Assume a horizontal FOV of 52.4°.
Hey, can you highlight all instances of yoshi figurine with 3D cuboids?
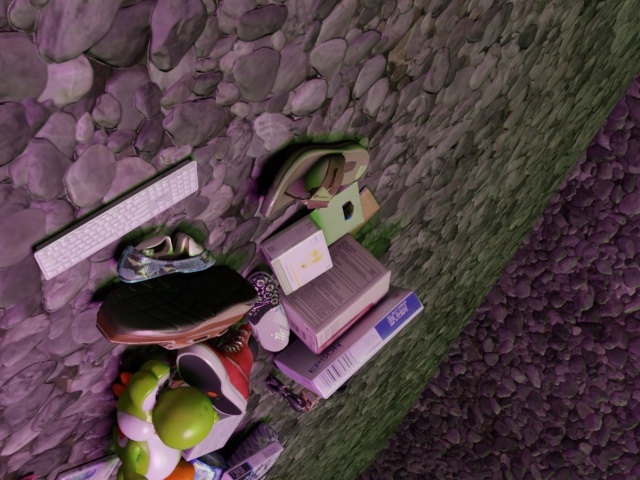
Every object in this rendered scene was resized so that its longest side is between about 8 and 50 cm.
[{"bbox_3d":[-0.289,0.387,1.228,0.202,0.204,0.362,-2,128,-16],"label":"yoshi figurine"}]

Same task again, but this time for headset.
[{"bbox_3d":[0.020,0.330,1.855,0.394,0.185,0.243,-47,165,-43],"label":"headset"}]

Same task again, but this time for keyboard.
[{"bbox_3d":[-0.279,-0.032,0.919,0.256,0.014,0.072,-35,153,-25],"label":"keyboard"}]

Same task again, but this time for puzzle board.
[{"bbox_3d":[0.086,-0.064,1.479,0.096,0.011,0.128,-47,155,0],"label":"puzzle board"}]

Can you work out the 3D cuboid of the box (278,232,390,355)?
[{"bbox_3d":[0.028,0.122,1.491,0.232,0.148,0.127,-38,154,-20],"label":"box"}]

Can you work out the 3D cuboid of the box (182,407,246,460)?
[{"bbox_3d":[-0.269,0.446,1.572,0.137,0.072,0.126,1,126,-58],"label":"box"}]

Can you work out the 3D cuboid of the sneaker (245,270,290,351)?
[{"bbox_3d":[-0.120,0.144,1.388,0.085,0.086,0.237,-16,136,-6],"label":"sneaker"}]

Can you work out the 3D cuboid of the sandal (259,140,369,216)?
[{"bbox_3d":[0.009,-0.111,1.183,0.302,0.086,0.120,-25,151,-45],"label":"sandal"}]

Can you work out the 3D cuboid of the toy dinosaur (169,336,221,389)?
[{"bbox_3d":[-0.275,0.272,1.317,0.211,0.064,0.112,-46,157,-4],"label":"toy dinosaur"}]

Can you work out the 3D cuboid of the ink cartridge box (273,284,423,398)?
[{"bbox_3d":[0.044,0.223,1.618,0.324,0.071,0.330,-40,-161,-19],"label":"ink cartridge box"}]

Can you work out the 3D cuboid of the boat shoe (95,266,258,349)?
[{"bbox_3d":[-0.237,0.134,1.110,0.324,0.122,0.120,-5,135,-56],"label":"boat shoe"}]

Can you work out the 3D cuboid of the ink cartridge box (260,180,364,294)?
[{"bbox_3d":[0.000,0.000,1.339,0.235,0.056,0.171,-32,152,-8],"label":"ink cartridge box"}]

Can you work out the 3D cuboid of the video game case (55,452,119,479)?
[{"bbox_3d":[-0.507,0.519,1.352,0.143,0.019,0.157,-1,130,-58],"label":"video game case"}]

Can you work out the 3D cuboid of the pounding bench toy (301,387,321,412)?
[{"bbox_3d":[-0.045,0.509,2.059,0.083,0.052,0.065,-20,144,-46],"label":"pounding bench toy"}]

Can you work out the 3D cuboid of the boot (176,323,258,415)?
[{"bbox_3d":[-0.196,0.216,1.289,0.244,0.088,0.176,66,29,-48],"label":"boot"}]

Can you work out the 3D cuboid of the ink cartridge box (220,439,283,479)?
[{"bbox_3d":[-0.218,0.675,1.820,0.206,0.045,0.208,-17,143,-51],"label":"ink cartridge box"}]

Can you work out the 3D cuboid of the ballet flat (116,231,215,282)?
[{"bbox_3d":[-0.232,0.020,1.021,0.188,0.070,0.070,-15,140,-56],"label":"ballet flat"}]

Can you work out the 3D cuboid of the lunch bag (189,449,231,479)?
[{"bbox_3d":[-0.328,0.623,1.718,0.129,0.096,0.151,-51,147,1],"label":"lunch bag"}]

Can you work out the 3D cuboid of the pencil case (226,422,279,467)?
[{"bbox_3d":[-0.210,0.641,1.937,0.206,0.086,0.088,-52,-166,4],"label":"pencil case"}]

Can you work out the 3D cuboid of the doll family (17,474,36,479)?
[{"bbox_3d":[-0.505,0.560,1.212,0.118,0.163,0.263,-2,130,-39],"label":"doll family"}]
